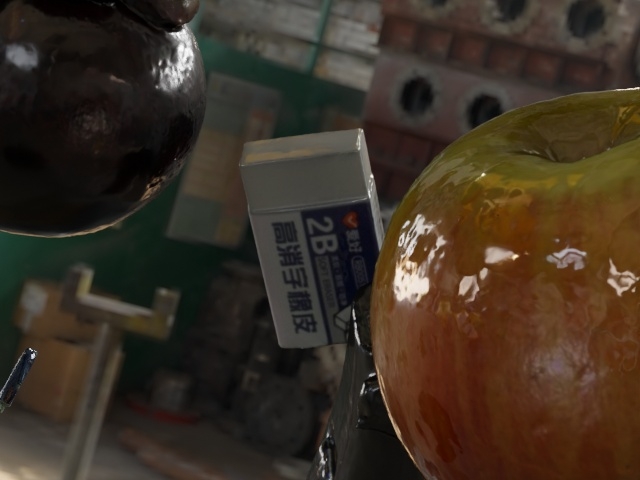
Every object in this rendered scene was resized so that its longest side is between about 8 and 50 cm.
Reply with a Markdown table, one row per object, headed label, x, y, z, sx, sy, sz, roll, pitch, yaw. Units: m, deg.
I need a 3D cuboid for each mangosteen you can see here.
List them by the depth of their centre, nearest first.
| label | x | y | z | sx | sy | sz | roll | pitch | yaw |
| --- | --- | --- | --- | --- | --- | --- | --- | --- | --- |
| mangosteen | -0.248 | -0.175 | 1.421 | 0.306 | 0.347 | 0.307 | 11 | 27 | -6 |

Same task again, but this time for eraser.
| label | x | y | z | sx | sy | sz | roll | pitch | yaw |
| --- | --- | --- | --- | --- | --- | --- | --- | --- | --- |
| eraser | 0.000 | 0.000 | 1.514 | 0.124 | 0.210 | 0.068 | -6 | 28 | 10 |

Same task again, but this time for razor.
| label | x | y | z | sx | sy | sz | roll | pitch | yaw |
| --- | --- | --- | --- | --- | --- | --- | --- | --- | --- |
| razor | 0.052 | 0.207 | 1.474 | 0.107 | 0.327 | 0.189 | 7 | 33 | -10 |

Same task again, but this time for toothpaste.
| label | x | y | z | sx | sy | sz | roll | pitch | yaw |
| --- | --- | --- | --- | --- | --- | --- | --- | --- | --- |
| toothpaste | -0.354 | 0.162 | 1.782 | 0.019 | 0.083 | 0.027 | 22 | -12 | 23 |

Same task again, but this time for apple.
| label | x | y | z | sx | sy | sz | roll | pitch | yaw |
| --- | --- | --- | --- | --- | --- | --- | --- | --- | --- |
| apple | 0.161 | 0.046 | 0.836 | 0.286 | 0.233 | 0.286 | -14 | 19 | 5 |
